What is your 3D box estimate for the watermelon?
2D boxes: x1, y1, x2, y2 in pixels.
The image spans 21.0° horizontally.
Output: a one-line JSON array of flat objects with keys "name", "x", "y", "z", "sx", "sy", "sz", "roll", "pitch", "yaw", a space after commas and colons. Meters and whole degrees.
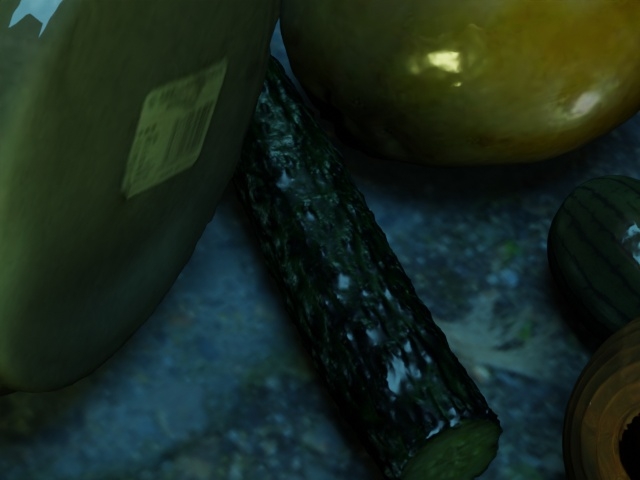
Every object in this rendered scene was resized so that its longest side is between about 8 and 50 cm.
[{"name": "watermelon", "x": 0.163, "y": 0.016, "z": 0.891, "sx": 0.078, "sy": 0.078, "sz": 0.110, "roll": -16, "pitch": 60, "yaw": -23}]

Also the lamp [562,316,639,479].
[{"name": "lamp", "x": 0.179, "y": 0.095, "z": 0.797, "sx": 0.136, "sy": 0.136, "sz": 0.136, "roll": 6, "pitch": 53, "yaw": -8}]

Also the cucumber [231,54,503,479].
[{"name": "cucumber", "x": 0.000, "y": 0.000, "z": 0.875, "sx": 0.067, "sy": 0.067, "sz": 0.293, "roll": -14, "pitch": 54, "yaw": -22}]

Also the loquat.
[{"name": "loquat", "x": 0.090, "y": -0.128, "z": 0.920, "sx": 0.227, "sy": 0.179, "sz": 0.179, "roll": -11, "pitch": 57, "yaw": -16}]

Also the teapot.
[{"name": "teapot", "x": -0.213, "y": -0.124, "z": 0.807, "sx": 0.362, "sy": 0.305, "sz": 0.376, "roll": 25, "pitch": 24, "yaw": 16}]
